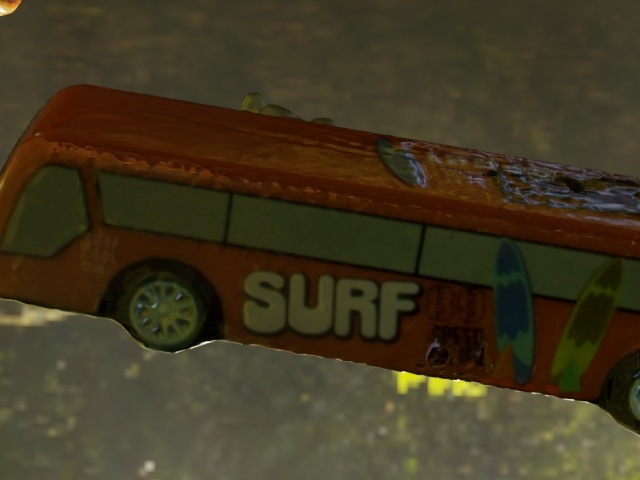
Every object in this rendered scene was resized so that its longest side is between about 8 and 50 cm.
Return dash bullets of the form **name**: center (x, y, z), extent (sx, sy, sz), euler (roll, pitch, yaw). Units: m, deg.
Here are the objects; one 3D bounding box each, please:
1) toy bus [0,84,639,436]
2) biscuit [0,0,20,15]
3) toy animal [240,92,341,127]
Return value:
- **toy bus**: center (0.060, 0.013, 0.842), extent (0.093, 0.409, 0.092), euler (-79, 178, -68)
- **biscuit**: center (-0.191, -0.216, 0.853), extent (0.165, 0.036, 0.250), euler (-41, 112, -78)
- **toy animal**: center (0.004, -0.008, 1.126), extent (0.236, 0.108, 0.138), euler (26, -27, 49)
